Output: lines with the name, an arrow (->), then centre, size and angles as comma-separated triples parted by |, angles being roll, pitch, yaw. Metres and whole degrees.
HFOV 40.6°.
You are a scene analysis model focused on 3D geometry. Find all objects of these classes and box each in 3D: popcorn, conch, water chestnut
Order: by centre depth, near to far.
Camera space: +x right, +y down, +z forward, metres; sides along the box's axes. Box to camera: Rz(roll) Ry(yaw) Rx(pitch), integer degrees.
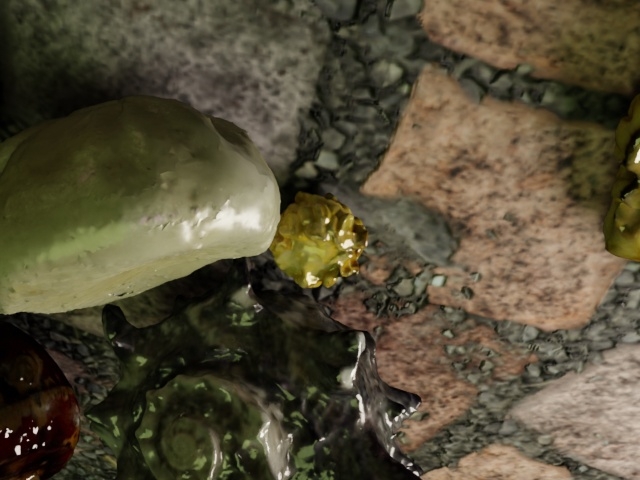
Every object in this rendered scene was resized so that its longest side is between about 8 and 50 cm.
popcorn -> 0.000, 0.000, 0.683 | 0.083, 0.057, 0.082 | -9, 125, 23
conch -> -0.052, 0.157, 0.721 | 0.313, 0.240, 0.186 | 22, 160, -6
water chestnut -> -0.339, 0.192, 0.825 | 0.224, 0.238, 0.223 | -28, 159, -12

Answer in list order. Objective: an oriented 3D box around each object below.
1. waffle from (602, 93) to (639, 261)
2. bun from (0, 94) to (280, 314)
waffle -> 0.340, -0.039, 0.579 | 0.282, 0.058, 0.300 | 1, 136, 12
bun -> -0.141, -0.030, 0.612 | 0.231, 0.133, 0.231 | -17, 173, -2
